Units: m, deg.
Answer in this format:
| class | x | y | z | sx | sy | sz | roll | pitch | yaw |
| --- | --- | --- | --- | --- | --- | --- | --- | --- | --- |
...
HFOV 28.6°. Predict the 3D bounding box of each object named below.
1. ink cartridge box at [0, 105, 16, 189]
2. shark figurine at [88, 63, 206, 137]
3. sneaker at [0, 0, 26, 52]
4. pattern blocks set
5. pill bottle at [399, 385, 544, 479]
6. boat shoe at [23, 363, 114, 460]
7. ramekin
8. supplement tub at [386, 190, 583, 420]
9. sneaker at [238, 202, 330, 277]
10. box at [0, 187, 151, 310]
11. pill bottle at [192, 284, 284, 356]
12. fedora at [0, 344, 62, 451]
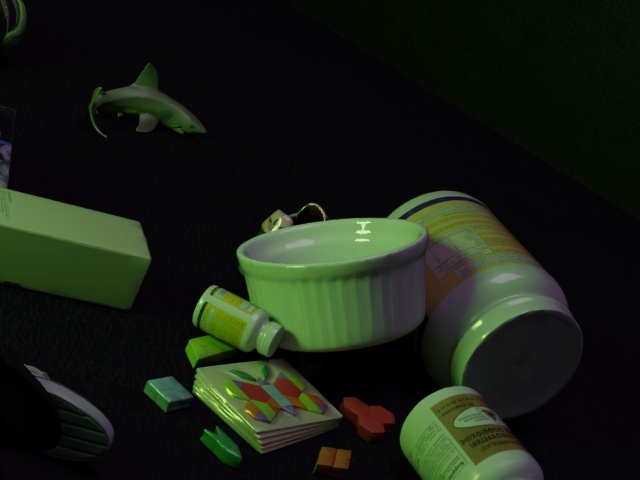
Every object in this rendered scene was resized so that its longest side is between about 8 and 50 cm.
| class | x | y | z | sx | sy | sz | roll | pitch | yaw |
| --- | --- | --- | --- | --- | --- | --- | --- | --- | --- |
| ink cartridge box | -0.546 | -0.132 | 1.789 | 0.208 | 0.045 | 0.206 | 15 | 48 | -24 |
| shark figurine | -0.347 | -0.272 | 2.329 | 0.166 | 0.116 | 0.278 | 39 | 24 | 33 |
| sneaker | -0.762 | -0.477 | 2.243 | 0.482 | 0.185 | 0.202 | 22 | 18 | -7 |
| pattern blocks set | -0.065 | 0.212 | 1.656 | 0.285 | 0.026 | 0.325 | 34 | 23 | 20 |
| pill bottle | 0.209 | 0.303 | 1.606 | 0.131 | 0.131 | 0.229 | 9 | 27 | -35 |
| boat shoe | -0.328 | 0.168 | 1.391 | 0.226 | 0.083 | 0.076 | 24 | 23 | -1 |
| ramekin | 0.024 | 0.062 | 1.811 | 0.277 | 0.135 | 0.277 | -7 | 12 | 1 |
| supplement tub | 0.234 | 0.097 | 1.952 | 0.241 | 0.241 | 0.331 | 12 | 25 | -30 |
| sneaker | 0.000 | 0.000 | 2.061 | 0.112 | 0.131 | 0.319 | 34 | 23 | 22 |
| box | -0.376 | 0.005 | 1.693 | 0.275 | 0.094 | 0.113 | 16 | 24 | -25 |
| pill bottle | -0.111 | 0.113 | 1.718 | 0.116 | 0.065 | 0.065 | 26 | 21 | 15 |
| fedora | -0.418 | 0.154 | 1.182 | 0.334 | 0.334 | 0.152 | 26 | 60 | 1 |
